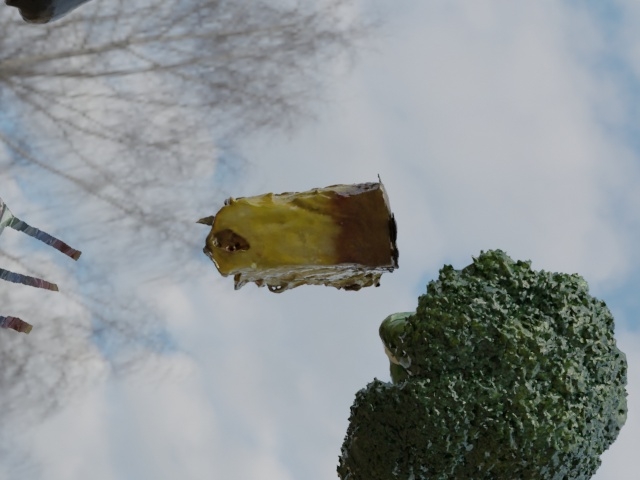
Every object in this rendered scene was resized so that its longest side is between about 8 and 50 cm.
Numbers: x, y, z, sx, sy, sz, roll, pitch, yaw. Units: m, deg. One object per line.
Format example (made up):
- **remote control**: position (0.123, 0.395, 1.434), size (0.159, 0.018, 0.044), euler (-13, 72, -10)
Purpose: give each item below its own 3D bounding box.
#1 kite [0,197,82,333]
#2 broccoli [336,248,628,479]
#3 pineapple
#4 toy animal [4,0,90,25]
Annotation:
- **kite**: position (-0.376, 0.027, 1.279), size (0.022, 0.360, 0.204), euler (27, -97, 19)
- **broccoli**: position (0.135, 0.131, 1.025), size (0.241, 0.261, 0.269), euler (-136, -145, -67)
- **pineapple**: position (0.000, 0.000, 0.688), size (0.116, 0.137, 0.069), euler (-8, -90, 45)
- **toy animal**: position (-0.252, -0.389, 1.496), size (0.106, 0.343, 0.168), euler (60, 10, -24)
